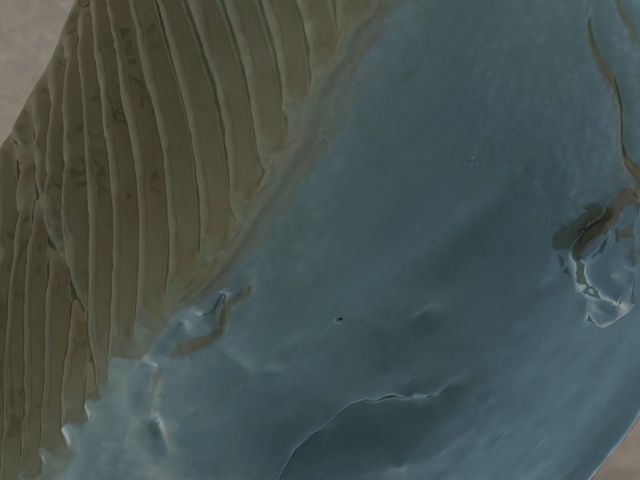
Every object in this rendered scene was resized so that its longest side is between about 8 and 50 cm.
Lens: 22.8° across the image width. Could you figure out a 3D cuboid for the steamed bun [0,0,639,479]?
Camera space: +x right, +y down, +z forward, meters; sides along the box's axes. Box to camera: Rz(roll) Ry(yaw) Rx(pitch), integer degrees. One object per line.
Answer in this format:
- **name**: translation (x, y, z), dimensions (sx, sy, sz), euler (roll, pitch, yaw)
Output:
- **steamed bun**: translation (0.005, -0.002, 0.611), dimensions (0.236, 0.247, 0.383), euler (19, 112, -34)
